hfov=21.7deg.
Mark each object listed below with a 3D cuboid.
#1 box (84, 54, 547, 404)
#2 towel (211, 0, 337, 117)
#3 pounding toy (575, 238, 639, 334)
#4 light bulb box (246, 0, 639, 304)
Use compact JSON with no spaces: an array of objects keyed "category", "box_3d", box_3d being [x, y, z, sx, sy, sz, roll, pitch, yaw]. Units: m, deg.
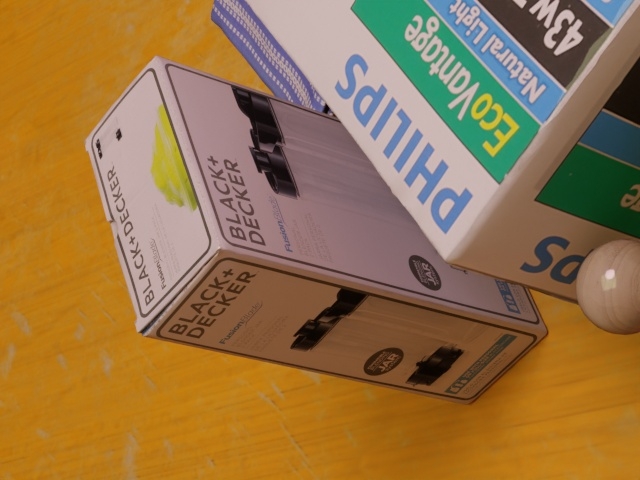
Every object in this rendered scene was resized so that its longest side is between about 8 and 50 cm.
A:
[{"category":"box","box_3d":[0.000,0.000,1.110,0.087,0.290,0.169,-46,46,31]},{"category":"towel","box_3d":[-0.020,-0.268,1.327,0.243,0.040,0.336,54,142,45]},{"category":"pounding toy","box_3d":[0.265,-0.026,0.909,0.237,0.183,0.110,-44,34,36]},{"category":"light bulb box","box_3d":[0.167,-0.200,1.030,0.361,0.225,0.358,-56,42,20]}]
